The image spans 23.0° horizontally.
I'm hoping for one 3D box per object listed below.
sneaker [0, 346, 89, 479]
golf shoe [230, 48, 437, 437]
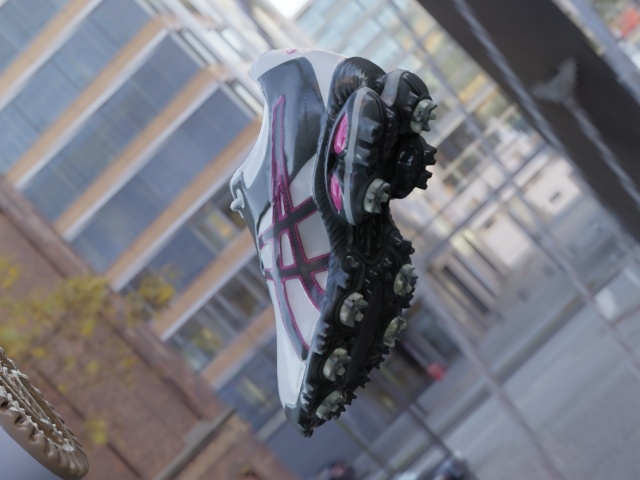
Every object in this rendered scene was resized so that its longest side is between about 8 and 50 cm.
[{"bbox_3d":[-0.243,0.049,0.667,0.153,0.282,0.099,-46,-16,1],"label":"sneaker"},{"bbox_3d":[0.000,0.000,1.064,0.105,0.120,0.272,-24,-49,-50],"label":"golf shoe"}]
